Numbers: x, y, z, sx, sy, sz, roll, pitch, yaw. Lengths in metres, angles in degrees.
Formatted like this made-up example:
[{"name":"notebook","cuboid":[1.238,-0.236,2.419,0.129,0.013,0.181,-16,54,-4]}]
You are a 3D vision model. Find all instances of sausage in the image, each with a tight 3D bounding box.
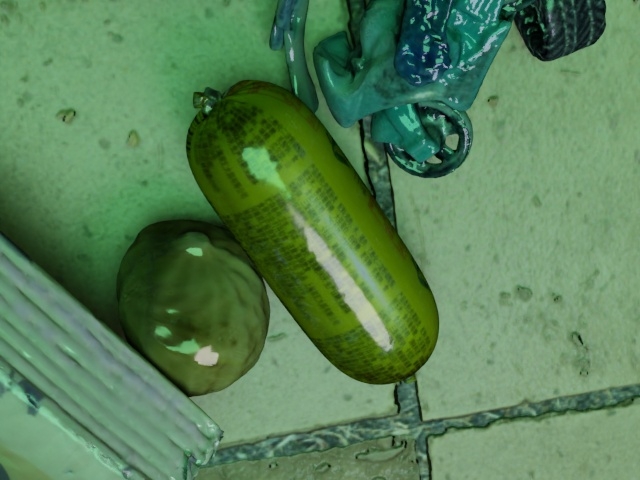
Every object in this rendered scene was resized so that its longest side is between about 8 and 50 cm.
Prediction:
[{"name":"sausage","cuboid":[0.000,0.000,0.913,0.123,0.123,0.347,-33,112,5]}]

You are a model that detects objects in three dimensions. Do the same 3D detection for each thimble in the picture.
[{"name":"thimble","cuboid":[0.204,-0.213,0.889,0.066,0.095,0.104,-23,94,-1]}]

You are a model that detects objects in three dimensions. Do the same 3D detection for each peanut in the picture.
[{"name":"peanut","cuboid":[-0.114,0.061,0.921,0.140,0.109,0.159,4,72,-14]}]

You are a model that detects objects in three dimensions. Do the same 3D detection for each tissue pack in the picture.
[{"name":"tissue pack","cuboid":[-0.280,0.127,0.881,0.343,0.125,0.242,46,134,-16]}]

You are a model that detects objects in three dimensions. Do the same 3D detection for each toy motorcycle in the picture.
[{"name":"toy motorcycle","cuboid":[0.069,-0.187,0.857,0.206,0.154,0.260,24,125,1]}]
